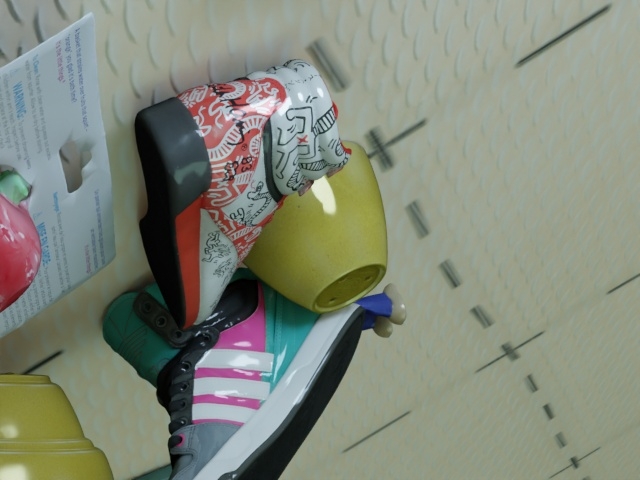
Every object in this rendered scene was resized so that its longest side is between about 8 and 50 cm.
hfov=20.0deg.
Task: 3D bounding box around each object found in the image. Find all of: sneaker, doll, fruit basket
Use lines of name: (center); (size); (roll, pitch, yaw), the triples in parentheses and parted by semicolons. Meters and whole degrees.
sneaker: (-0.052, -0.029, 1.309); (0.145, 0.090, 0.270); (-22, 154, -15)
doll: (-0.018, 0.080, 1.642); (0.189, 0.046, 0.129); (-13, 162, -24)
fruit basket: (-0.283, 0.026, 1.114); (0.353, 0.165, 0.327); (-40, 162, -20)
sneaker: (-0.107, 0.123, 1.435); (0.295, 0.178, 0.123); (-53, 161, -38)

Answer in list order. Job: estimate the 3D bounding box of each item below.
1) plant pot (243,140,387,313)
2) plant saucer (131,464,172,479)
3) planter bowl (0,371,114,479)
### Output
plant pot: (0.000, 0.000, 1.429); (0.134, 0.095, 0.134); (-25, 157, -12)
plant saucer: (-0.194, 0.263, 1.853); (0.192, 0.018, 0.067); (-21, 156, -25)
planter bowl: (-0.256, 0.145, 1.374); (0.217, 0.090, 0.217); (3, 176, 0)
